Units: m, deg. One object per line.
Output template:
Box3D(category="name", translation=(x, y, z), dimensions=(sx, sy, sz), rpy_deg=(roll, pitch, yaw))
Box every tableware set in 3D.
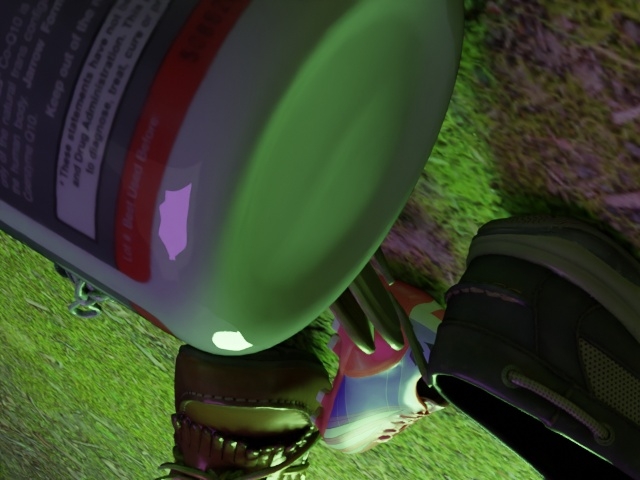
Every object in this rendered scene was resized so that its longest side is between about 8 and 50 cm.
Box3D(category="tableware set", translation=(0.000, 0.000, 0.854), dimensions=(0.128, 0.039, 0.194), rpy_deg=(54, -171, -31))

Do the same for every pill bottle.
Box3D(category="pill bottle", translation=(-0.133, -0.116, 0.706), dimensions=(0.363, 0.210, 0.210), rpy_deg=(29, 156, 22))

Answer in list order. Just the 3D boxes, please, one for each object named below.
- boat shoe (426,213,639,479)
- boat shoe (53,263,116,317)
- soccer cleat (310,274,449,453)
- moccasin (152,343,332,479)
Box3D(category="boat shoe", translation=(0.187, 0.143, 0.839), dimensions=(0.355, 0.130, 0.132), rpy_deg=(44, 158, -11))
Box3D(category="boat shoe", translation=(-0.169, 0.006, 1.183), dimensions=(0.306, 0.105, 0.113), rpy_deg=(33, 158, 16))
Box3D(category="soccer cleat", translation=(0.052, 0.106, 1.065), dimensions=(0.095, 0.083, 0.248), rpy_deg=(29, 154, 13))
Box3D(category="moccasin", translation=(-0.073, 0.178, 1.266), dimensions=(0.139, 0.147, 0.380), rpy_deg=(11, 158, -5))
